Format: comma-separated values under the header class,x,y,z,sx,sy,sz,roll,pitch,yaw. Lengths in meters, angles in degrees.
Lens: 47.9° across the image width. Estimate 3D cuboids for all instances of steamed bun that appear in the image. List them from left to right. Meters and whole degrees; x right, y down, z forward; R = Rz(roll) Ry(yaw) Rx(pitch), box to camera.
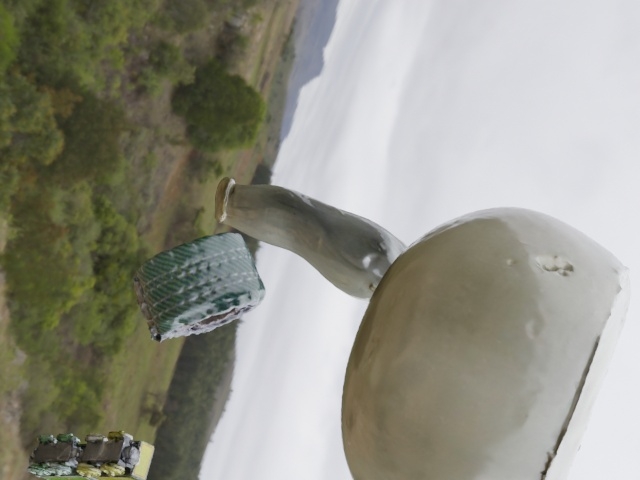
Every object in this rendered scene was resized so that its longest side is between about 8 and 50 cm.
class,x,y,z,sx,sy,sz,roll,pitch,yaw
steamed bun,0.141,0.122,0.663,0.324,0.206,0.324,-40,140,-44

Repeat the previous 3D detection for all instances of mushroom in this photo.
class,x,y,z,sx,sy,sz,roll,pitch,yaw
mushroom,0.000,-0.002,1.046,0.109,0.351,0.097,-55,163,-25

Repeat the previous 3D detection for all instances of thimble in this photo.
class,x,y,z,sx,sy,sz,roll,pitch,yaw
thimble,-0.135,0.052,0.824,0.118,0.135,0.090,-37,-108,48

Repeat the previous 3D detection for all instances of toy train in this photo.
class,x,y,z,sx,sy,sz,roll,pitch,yaw
toy train,-0.306,0.293,0.962,0.202,0.081,0.060,-12,-128,32
